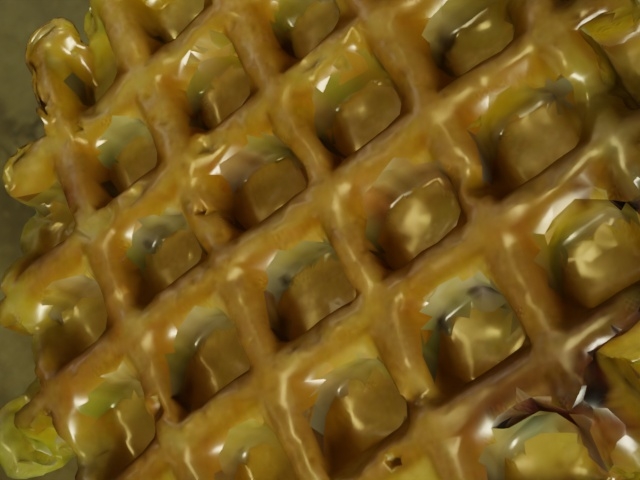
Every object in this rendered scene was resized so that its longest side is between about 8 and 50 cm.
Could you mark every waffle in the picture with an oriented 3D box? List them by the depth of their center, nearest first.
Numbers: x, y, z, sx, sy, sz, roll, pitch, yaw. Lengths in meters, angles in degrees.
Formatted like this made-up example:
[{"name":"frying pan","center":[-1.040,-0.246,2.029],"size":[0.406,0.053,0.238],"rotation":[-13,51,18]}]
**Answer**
[{"name":"waffle","center":[0.000,0.000,0.403],"size":[0.238,0.059,0.243],"rotation":[9,85,33]}]
